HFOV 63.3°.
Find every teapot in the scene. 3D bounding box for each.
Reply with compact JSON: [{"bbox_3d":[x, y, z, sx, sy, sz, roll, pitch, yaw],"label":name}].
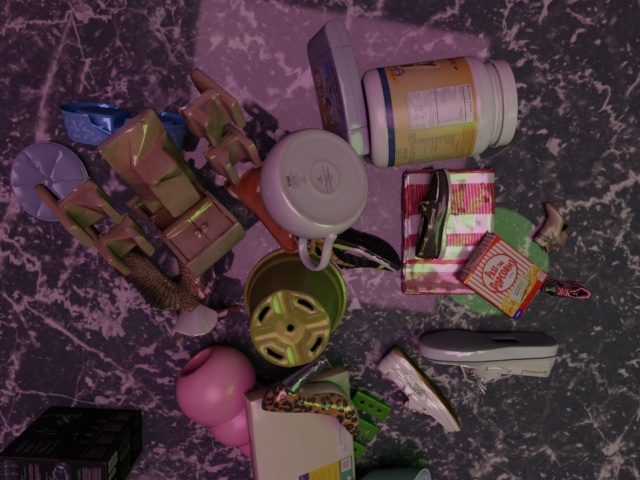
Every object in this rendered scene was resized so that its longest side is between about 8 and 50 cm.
[{"bbox_3d":[-0.031,-0.105,1.138,0.252,0.187,0.256,37,64,-15],"label":"teapot"}]

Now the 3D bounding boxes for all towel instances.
[{"bbox_3d":[0.330,-0.018,1.337,0.237,0.037,0.329,-1,100,0],"label":"towel"}]

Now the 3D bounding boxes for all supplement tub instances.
[{"bbox_3d":[0.260,-0.294,1.188,0.316,0.228,0.228,-7,100,1],"label":"supplement tub"}]

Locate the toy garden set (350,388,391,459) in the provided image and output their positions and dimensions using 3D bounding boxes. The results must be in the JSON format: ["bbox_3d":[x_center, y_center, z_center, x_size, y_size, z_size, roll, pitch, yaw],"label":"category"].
[{"bbox_3d":[0.045,0.505,1.432,0.204,0.049,0.244,29,100,-7],"label":"toy garden set"}]

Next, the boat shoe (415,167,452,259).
[{"bbox_3d":[0.273,-0.063,1.270,0.069,0.081,0.227,1,101,-7],"label":"boat shoe"}]

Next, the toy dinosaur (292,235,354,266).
[{"bbox_3d":[0.000,0.000,1.239,0.112,0.064,0.211,-24,105,-5],"label":"toy dinosaur"}]

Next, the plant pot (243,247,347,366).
[{"bbox_3d":[-0.068,0.175,1.266,0.276,0.254,0.276,0,101,1],"label":"plant pot"}]

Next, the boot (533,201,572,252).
[{"bbox_3d":[0.584,-0.028,1.330,0.087,0.042,0.118,-40,97,9],"label":"boot"}]

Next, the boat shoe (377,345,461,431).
[{"bbox_3d":[0.261,0.413,1.391,0.096,0.098,0.277,-41,88,8],"label":"boat shoe"}]

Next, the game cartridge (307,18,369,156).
[{"bbox_3d":[0.040,-0.338,1.197,0.062,0.198,0.297,-14,100,-9],"label":"game cartridge"}]

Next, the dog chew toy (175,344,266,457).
[{"bbox_3d":[-0.219,0.433,1.349,0.206,0.206,0.332,-33,106,6],"label":"dog chew toy"}]

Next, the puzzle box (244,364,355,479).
[{"bbox_3d":[-0.044,0.548,1.329,0.272,0.052,0.409,-10,103,-27],"label":"puzzle box"}]

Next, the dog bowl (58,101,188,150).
[{"bbox_3d":[-0.464,-0.269,1.239,0.297,0.166,0.074,8,112,-1],"label":"dog bowl"}]

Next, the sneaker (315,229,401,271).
[{"bbox_3d":[0.090,0.035,1.341,0.235,0.084,0.097,23,124,-3],"label":"sneaker"}]

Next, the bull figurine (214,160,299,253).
[{"bbox_3d":[-0.117,-0.117,1.288,0.188,0.101,0.310,-39,100,5],"label":"bull figurine"}]

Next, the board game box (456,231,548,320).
[{"bbox_3d":[0.464,0.093,1.327,0.193,0.045,0.147,34,90,-15],"label":"board game box"}]

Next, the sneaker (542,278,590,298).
[{"bbox_3d":[0.643,0.131,1.352,0.119,0.057,0.047,3,102,1],"label":"sneaker"}]

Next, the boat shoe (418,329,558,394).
[{"bbox_3d":[0.432,0.327,1.362,0.367,0.136,0.156,0,104,-9],"label":"boat shoe"}]

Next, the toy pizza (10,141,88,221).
[{"bbox_3d":[-0.685,-0.149,1.323,0.201,0.032,0.201,0,101,2],"label":"toy pizza"}]

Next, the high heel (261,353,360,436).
[{"bbox_3d":[-0.018,0.414,1.248,0.186,0.093,0.261,-32,111,-12],"label":"high heel"}]

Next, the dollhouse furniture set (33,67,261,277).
[{"bbox_3d":[-0.338,-0.128,1.091,0.362,0.394,0.256,-42,65,-12],"label":"dollhouse furniture set"}]

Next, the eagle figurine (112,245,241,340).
[{"bbox_3d":[-0.357,0.098,1.291,0.225,0.226,0.298,-12,106,23],"label":"eagle figurine"}]

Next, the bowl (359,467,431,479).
[{"bbox_3d":[0.170,0.738,1.371,0.163,0.311,0.311,6,102,28],"label":"bowl"}]

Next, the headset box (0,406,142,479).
[{"bbox_3d":[-0.643,0.550,1.343,0.283,0.246,0.131,3,100,-1],"label":"headset box"}]
